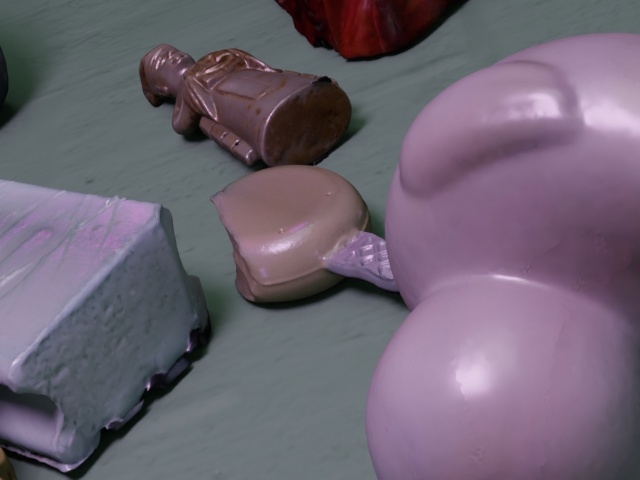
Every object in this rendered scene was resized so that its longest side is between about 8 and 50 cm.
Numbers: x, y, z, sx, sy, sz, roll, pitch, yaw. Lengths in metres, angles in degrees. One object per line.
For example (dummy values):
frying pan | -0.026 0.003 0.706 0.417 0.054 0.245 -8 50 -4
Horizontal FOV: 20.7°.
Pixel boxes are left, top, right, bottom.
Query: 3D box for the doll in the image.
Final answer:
doll | 0.114 0.035 0.777 0.251 0.221 0.221 -33 20 40

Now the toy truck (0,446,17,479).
toy truck | -0.243 0.161 0.727 0.254 0.180 0.405 -37 52 -22

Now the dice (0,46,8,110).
dice | -0.366 -0.147 1.365 0.182 0.183 0.181 -36 32 -24

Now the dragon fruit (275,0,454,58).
dragon fruit | 0.090 -0.328 1.291 0.329 0.286 0.228 -18 26 -8

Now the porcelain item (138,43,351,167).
porcelain item | -0.066 -0.103 1.228 0.084 0.054 0.213 -34 32 -21

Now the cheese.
cheese | -0.006 0.004 1.031 0.092 0.047 0.171 -30 32 -11

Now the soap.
soap | -0.200 0.035 1.060 0.261 0.094 0.150 10 42 42
